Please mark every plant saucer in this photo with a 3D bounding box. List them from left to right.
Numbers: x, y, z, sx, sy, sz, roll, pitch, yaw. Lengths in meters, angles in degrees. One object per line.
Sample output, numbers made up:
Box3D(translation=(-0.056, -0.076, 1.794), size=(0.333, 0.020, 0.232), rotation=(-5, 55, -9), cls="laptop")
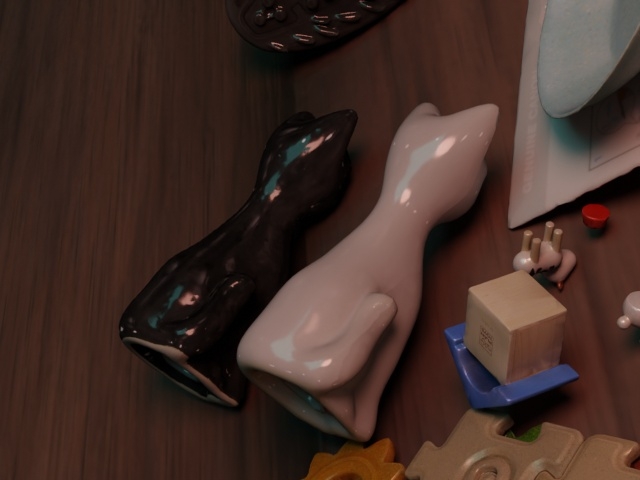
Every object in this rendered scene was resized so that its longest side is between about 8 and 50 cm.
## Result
Box3D(translation=(0.170, -0.153, 0.628), size=(0.195, 0.037, 0.195), rotation=(-165, 90, -83), cls="plant saucer")

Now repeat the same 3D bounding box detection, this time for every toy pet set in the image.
Box3D(translation=(0.133, 0.050, 0.611), size=(0.114, 0.065, 0.122), rotation=(-17, 39, -21), cls="toy pet set")

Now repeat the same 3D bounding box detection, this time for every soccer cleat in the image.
Box3D(translation=(0.057, -0.264, 0.887), size=(0.318, 0.108, 0.116), rotation=(-43, 18, 13), cls="soccer cleat")

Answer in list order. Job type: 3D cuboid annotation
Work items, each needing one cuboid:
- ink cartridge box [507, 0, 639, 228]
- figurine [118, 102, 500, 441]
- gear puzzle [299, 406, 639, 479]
Box3D(translation=(0.276, -0.177, 0.647), size=(0.385, 0.091, 0.308), rotation=(-28, 43, 48), cls="ink cartridge box")
Box3D(translation=(0.000, 0.000, 0.724), size=(0.215, 0.092, 0.209), rotation=(4, 58, 52), cls="figurine")
Box3D(translation=(0.087, 0.164, 0.550), size=(0.339, 0.044, 0.175), rotation=(5, 51, 51), cls="gear puzzle")
